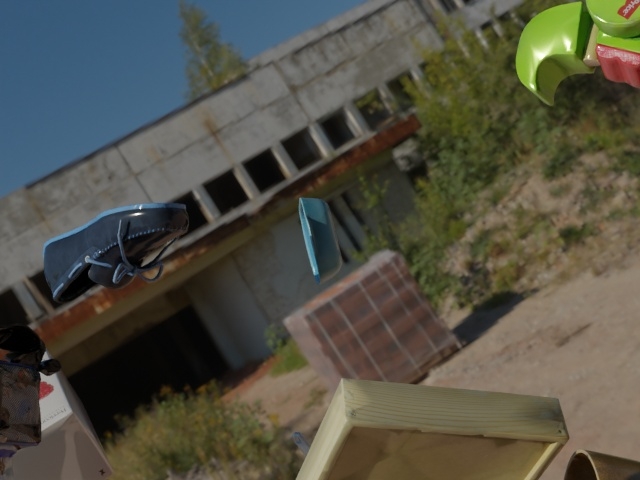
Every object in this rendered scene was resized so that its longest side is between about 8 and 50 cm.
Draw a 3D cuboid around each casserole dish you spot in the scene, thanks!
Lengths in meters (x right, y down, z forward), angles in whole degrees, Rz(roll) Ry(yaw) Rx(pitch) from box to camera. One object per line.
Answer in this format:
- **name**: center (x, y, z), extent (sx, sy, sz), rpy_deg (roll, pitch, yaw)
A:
- **casserole dish**: center (0.000, 0.000, 1.219), extent (0.037, 0.114, 0.188), rpy_deg (-14, -6, -3)

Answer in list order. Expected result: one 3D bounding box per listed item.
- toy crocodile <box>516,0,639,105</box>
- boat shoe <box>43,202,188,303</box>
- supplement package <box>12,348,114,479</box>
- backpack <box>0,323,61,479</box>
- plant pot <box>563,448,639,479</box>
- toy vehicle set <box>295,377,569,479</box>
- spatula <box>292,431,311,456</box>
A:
- **toy crocodile**: center (0.336, -0.169, 0.770), extent (0.340, 0.105, 0.115), rpy_deg (7, -11, 29)
- **boat shoe**: center (-0.246, 0.020, 1.114), extent (0.109, 0.089, 0.258), rpy_deg (5, -19, -41)
- **supplement package**: center (-0.554, 0.376, 1.790), extent (0.177, 0.175, 0.293), rpy_deg (-31, 30, -15)
- **backpack**: center (-0.478, 0.205, 1.030), extent (0.276, 0.213, 0.263), rpy_deg (-14, -24, 10)
- **plant pot**: center (0.499, 0.427, 1.303), extent (0.254, 0.237, 0.237), rpy_deg (3, -3, 0)
- **toy vehicle set**: center (0.062, 0.209, 0.714), extent (0.166, 0.035, 0.267), rpy_deg (8, -47, -13)
- **spatula**: center (0.072, 0.305, 1.095), extent (0.168, 0.242, 0.019), rpy_deg (-44, -4, 41)
